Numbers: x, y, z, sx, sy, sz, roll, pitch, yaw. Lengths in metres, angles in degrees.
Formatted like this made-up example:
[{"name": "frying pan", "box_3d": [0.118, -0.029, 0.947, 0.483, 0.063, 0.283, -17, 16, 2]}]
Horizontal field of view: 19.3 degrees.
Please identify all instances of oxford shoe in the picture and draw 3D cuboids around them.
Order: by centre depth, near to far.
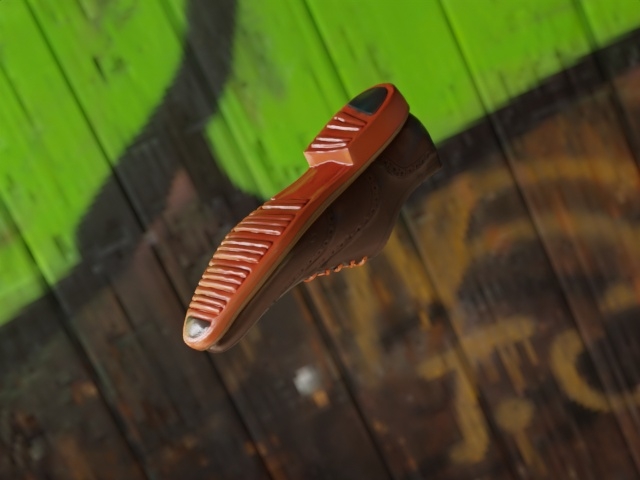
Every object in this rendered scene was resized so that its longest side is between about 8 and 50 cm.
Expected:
[{"name": "oxford shoe", "box_3d": [0.000, 0.000, 1.518, 0.271, 0.098, 0.097, -48, 24, -13]}]
